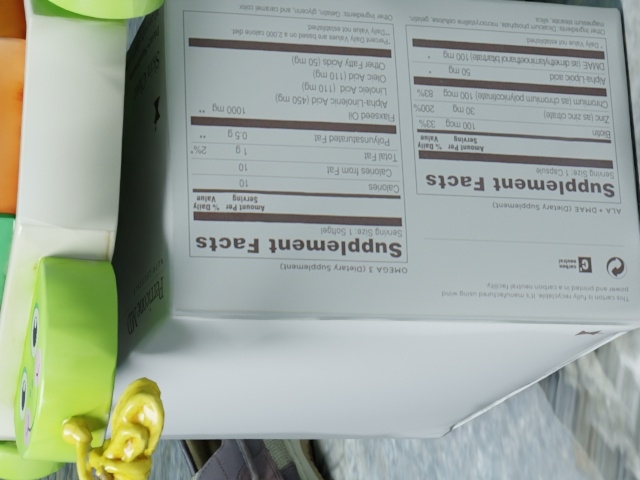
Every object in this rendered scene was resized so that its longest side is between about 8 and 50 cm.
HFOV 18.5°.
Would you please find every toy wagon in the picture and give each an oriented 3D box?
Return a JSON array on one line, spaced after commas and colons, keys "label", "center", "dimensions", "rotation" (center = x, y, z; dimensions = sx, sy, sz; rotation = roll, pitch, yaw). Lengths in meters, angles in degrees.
[{"label": "toy wagon", "center": [-0.119, -0.024, 0.832], "dimensions": [0.344, 0.068, 0.267], "rotation": [-105, 24, -50]}]

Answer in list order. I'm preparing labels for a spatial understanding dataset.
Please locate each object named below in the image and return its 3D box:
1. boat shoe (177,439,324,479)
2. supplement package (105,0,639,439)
[{"label": "boat shoe", "center": [-0.047, 0.172, 1.269], "dimensions": [0.285, 0.092, 0.103], "rotation": [-106, 24, -48]}, {"label": "supplement package", "center": [0.000, 0.000, 0.910], "dimensions": [0.262, 0.204, 0.145], "rotation": [134, 135, -67]}]
